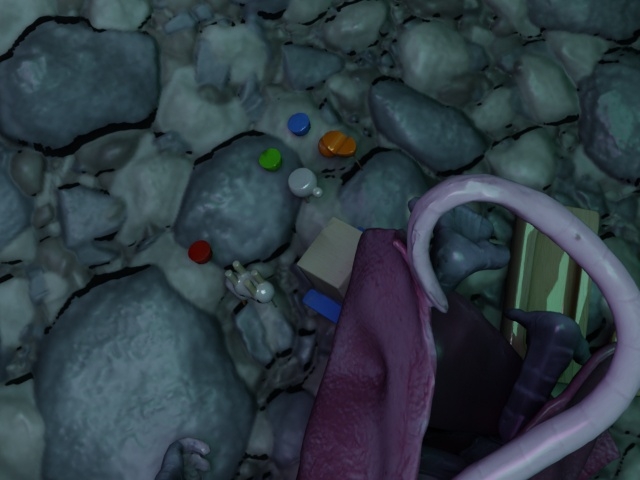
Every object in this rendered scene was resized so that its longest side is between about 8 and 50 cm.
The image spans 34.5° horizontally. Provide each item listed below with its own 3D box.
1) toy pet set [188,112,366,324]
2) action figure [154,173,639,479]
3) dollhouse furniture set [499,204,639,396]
[{"bbox_3d":[0.000,0.000,0.657,0.114,0.065,0.122,30,76,33],"label":"toy pet set"},{"bbox_3d":[0.028,0.181,0.522,0.248,0.276,0.370,36,78,-4],"label":"action figure"},{"bbox_3d":[0.206,0.024,0.632,0.151,0.123,0.144,10,82,-5],"label":"dollhouse furniture set"}]
